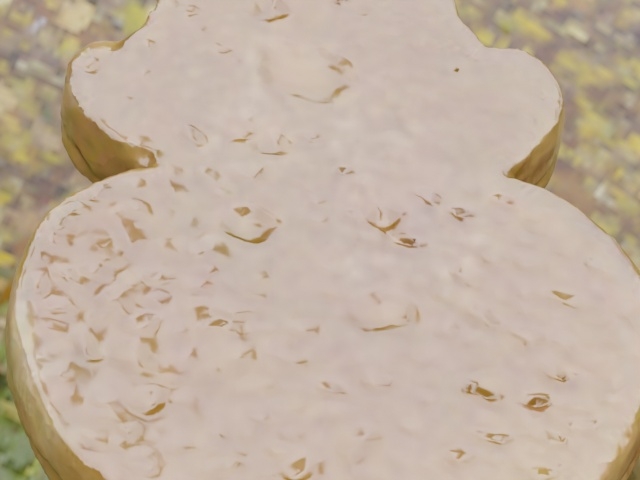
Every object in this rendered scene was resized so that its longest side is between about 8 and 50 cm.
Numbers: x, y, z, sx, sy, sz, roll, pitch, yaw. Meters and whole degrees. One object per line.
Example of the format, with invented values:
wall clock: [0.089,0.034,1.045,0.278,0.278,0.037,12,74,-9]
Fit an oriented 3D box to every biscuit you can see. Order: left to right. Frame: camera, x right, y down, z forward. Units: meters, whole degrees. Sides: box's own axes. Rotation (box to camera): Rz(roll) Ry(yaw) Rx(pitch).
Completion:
biscuit: [0.000,0.001,0.629,0.202,0.044,0.289,-2,44,-9]

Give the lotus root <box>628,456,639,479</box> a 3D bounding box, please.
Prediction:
lotus root: [0.203,0.072,0.847,0.140,0.257,0.154,25,77,-14]
